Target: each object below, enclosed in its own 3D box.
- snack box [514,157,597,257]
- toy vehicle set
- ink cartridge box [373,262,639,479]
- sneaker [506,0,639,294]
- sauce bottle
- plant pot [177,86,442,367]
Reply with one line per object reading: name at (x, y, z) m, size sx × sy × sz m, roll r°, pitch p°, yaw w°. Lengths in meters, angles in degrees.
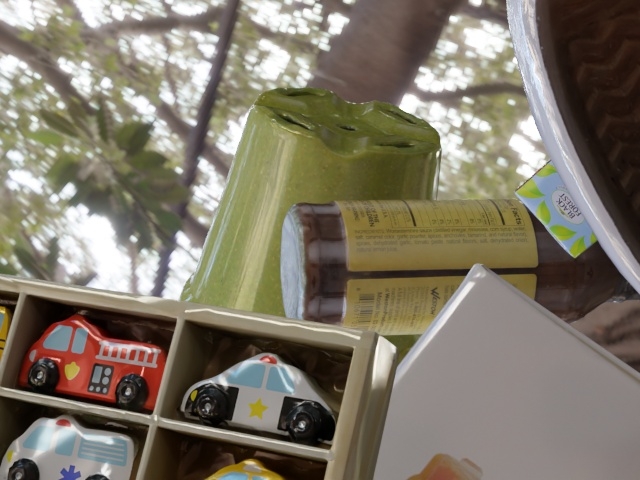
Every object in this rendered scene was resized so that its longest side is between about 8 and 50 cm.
snack box at (0.251, -0.095, 0.961) m, size 0.207 × 0.070 × 0.174 m, roll -43°, pitch -5°, yaw 31°
toy vehicle set at (-0.109, 0.105, 0.615) m, size 0.035 × 0.267 × 0.166 m, roll 37°, pitch -117°, yaw -62°
ink cartridge box at (0.047, 0.227, 0.843) m, size 0.384 × 0.160 × 0.279 m, roll -51°, pitch -14°, yaw -4°
sneaker at (0.145, -0.013, 0.416) m, size 0.106 × 0.123 × 0.290 m, roll -44°, pitch -63°, yaw 10°
sauce bottle at (0.142, 0.022, 1.106) m, size 0.344 × 0.111 × 0.111 m, roll 1°, pitch -72°, yaw -12°
plant pot at (0.000, 0.000, 1.303) m, size 0.276 × 0.276 × 0.254 m, roll -1°, pitch -65°, yaw -30°
